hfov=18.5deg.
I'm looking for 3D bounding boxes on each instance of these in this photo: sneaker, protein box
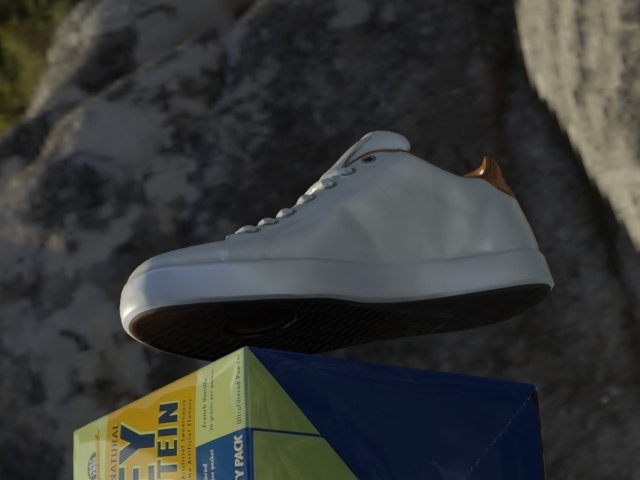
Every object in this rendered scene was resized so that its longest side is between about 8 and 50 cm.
[{"bbox_3d":[0.000,0.000,1.200,0.106,0.290,0.123,-41,60,50],"label":"sneaker"},{"bbox_3d":[-0.009,0.159,1.125,0.201,0.200,0.136,-29,58,52],"label":"protein box"}]
